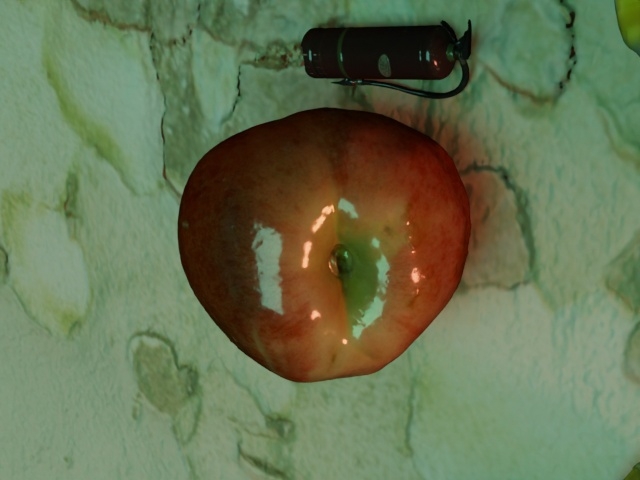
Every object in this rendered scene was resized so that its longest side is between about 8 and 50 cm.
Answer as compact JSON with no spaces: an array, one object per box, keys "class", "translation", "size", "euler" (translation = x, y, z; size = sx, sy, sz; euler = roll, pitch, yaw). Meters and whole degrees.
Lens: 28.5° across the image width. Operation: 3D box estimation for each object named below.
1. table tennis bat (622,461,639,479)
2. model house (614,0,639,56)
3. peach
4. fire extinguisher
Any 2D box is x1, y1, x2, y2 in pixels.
[{"class":"table tennis bat","translation":[0.209,0.298,1.113],"size":[0.224,0.054,0.368],"euler":[44,134,13]},{"class":"model house","translation":[0.311,-0.139,0.734],"size":[0.237,0.215,0.303],"euler":[-14,98,40]},{"class":"peach","translation":[0.000,0.000,1.029],"size":[0.232,0.256,0.232],"euler":[-2,102,-8]},{"class":"fire extinguisher","translation":[0.062,-0.146,1.021],"size":[0.157,0.045,0.078],"euler":[4,141,34]}]
